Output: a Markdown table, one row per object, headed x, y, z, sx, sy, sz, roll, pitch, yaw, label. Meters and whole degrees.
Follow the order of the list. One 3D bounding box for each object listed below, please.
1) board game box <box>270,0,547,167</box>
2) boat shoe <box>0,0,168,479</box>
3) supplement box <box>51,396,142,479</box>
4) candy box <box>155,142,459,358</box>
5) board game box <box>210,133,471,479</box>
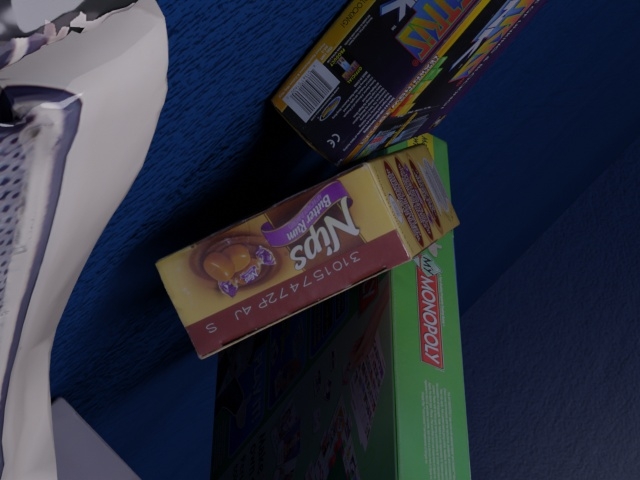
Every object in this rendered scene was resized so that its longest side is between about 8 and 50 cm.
| x | y | z | sx | sy | sz | roll | pitch | yaw | label |
| --- | --- | --- | --- | --- | --- | --- | --- | --- | --- |
| 0.068 | -0.116 | 0.889 | 0.170 | 0.048 | 0.141 | -49 | 170 | 22 | board game box |
| -0.147 | 0.045 | 0.439 | 0.158 | 0.127 | 0.340 | -32 | 158 | -32 | boat shoe |
| -0.135 | 0.189 | 1.067 | 0.073 | 0.130 | 0.239 | -42 | 172 | -26 | supplement box |
| 0.000 | 0.000 | 0.933 | 0.109 | 0.053 | 0.186 | -25 | -178 | 11 | candy box |
| 0.003 | 0.109 | 1.064 | 0.213 | 0.046 | 0.317 | -51 | -155 | 36 | board game box |
